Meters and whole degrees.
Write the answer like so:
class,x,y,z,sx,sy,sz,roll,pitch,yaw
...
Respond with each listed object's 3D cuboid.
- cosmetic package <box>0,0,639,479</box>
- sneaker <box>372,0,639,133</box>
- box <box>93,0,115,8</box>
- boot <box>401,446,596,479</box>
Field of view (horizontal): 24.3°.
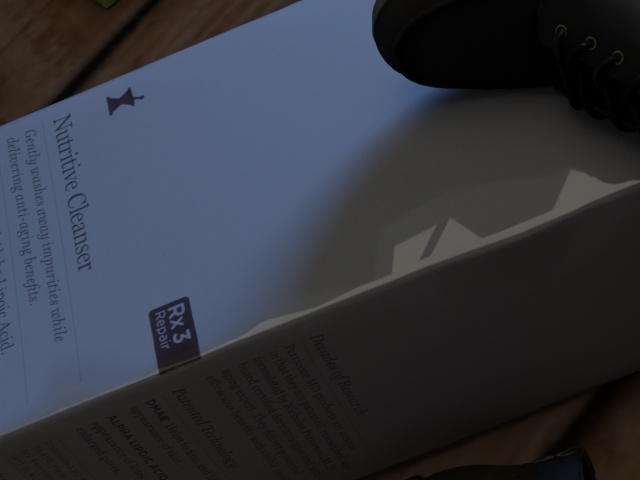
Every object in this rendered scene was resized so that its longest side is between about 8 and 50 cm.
class,x,y,z,sx,sy,sz,roll,pitch,yaw
cosmetic package,0.000,0.000,0.783,0.385,0.156,0.217,-24,49,6
sneaker,0.124,-0.077,0.636,0.222,0.083,0.118,-7,58,21
box,-0.212,-0.263,1.160,0.087,0.058,0.232,-46,48,-13
boot,0.087,0.184,0.649,0.106,0.082,0.219,-21,46,13
